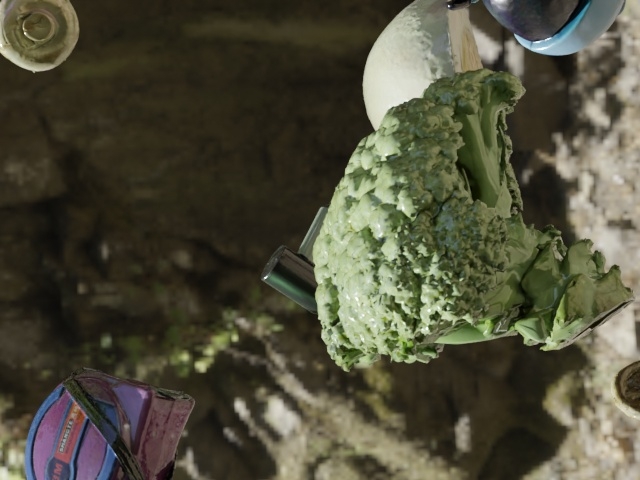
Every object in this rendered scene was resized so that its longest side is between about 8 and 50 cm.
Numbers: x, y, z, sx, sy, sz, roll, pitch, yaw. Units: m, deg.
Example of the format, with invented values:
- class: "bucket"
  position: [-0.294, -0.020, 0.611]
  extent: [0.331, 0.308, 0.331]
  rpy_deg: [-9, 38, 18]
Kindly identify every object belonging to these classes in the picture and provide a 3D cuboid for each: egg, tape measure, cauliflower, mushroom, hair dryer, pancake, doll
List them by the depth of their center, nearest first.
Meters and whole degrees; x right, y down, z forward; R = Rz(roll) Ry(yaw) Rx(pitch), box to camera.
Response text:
- class: "cauliflower"
  position: [0.124, 0.013, 1.081]
  extent: [0.275, 0.250, 0.272]
  rpy_deg: [-56, -10, -36]
- class: "mushroom"
  position: [-0.277, -0.206, 1.316]
  extent: [0.067, 0.083, 0.083]
  rpy_deg: [-143, 51, -71]
- class: "doll"
  position: [0.242, -0.315, 1.548]
  extent: [0.141, 0.314, 0.177]
  rpy_deg: [30, 102, 54]
- class: "pancake"
  position: [0.453, 0.196, 1.804]
  extent: [0.139, 0.139, 0.022]
  rpy_deg: [-111, 6, -61]
- class: "hair dryer"
  position: [0.000, 0.000, 1.886]
  extent: [0.057, 0.100, 0.197]
  rpy_deg: [-32, 28, 59]
- class: "tape measure"
  position: [-0.308, 0.309, 1.982]
  extent: [0.245, 0.149, 0.231]
  rpy_deg: [14, 87, 38]
- class: "egg"
  position: [0.173, -0.261, 2.307]
  extent: [0.337, 0.201, 0.337]
  rpy_deg: [-12, -90, -78]
